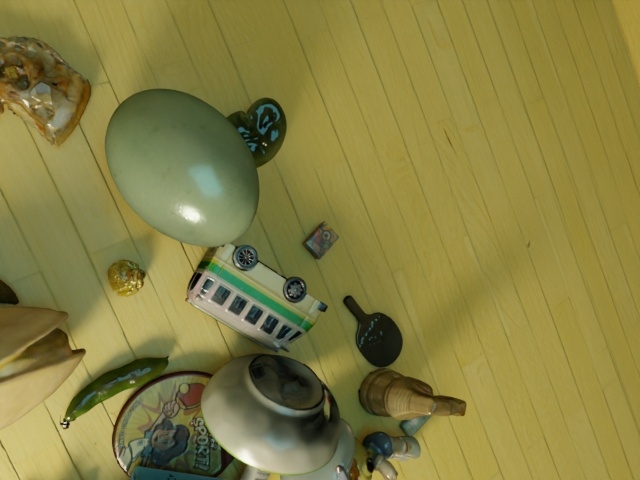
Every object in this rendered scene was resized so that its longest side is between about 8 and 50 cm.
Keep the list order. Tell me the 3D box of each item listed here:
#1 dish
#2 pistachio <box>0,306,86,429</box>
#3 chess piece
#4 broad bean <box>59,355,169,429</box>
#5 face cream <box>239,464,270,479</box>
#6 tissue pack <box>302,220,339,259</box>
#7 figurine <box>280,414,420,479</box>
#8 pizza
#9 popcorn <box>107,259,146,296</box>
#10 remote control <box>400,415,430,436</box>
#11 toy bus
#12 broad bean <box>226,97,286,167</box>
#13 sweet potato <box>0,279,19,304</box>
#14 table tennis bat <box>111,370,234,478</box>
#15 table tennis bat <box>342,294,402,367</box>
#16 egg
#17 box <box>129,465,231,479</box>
[{"bbox_3d":[-0.088,0.342,1.204,0.324,0.324,0.124,14,113,-24],"label":"dish"},{"bbox_3d":[-0.615,0.239,1.020,0.321,0.238,0.229,-26,103,-33],"label":"pistachio"},{"bbox_3d":[0.225,0.397,1.369,0.137,0.301,0.137,3,82,-25],"label":"chess piece"},{"bbox_3d":[-0.449,0.314,1.196,0.254,0.046,0.065,-28,89,-22],"label":"broad bean"},{"bbox_3d":[-0.150,0.547,1.292,0.092,0.058,0.244,33,81,-42],"label":"face cream"},{"bbox_3d":[0.000,0.000,1.436,0.083,0.035,0.063,-47,106,-19],"label":"tissue pack"},{"bbox_3d":[0.070,0.542,1.385,0.381,0.224,0.205,13,57,-48],"label":"figurine"},{"bbox_3d":[-0.631,-0.344,1.143,0.297,0.071,0.189,37,73,-18],"label":"pizza"},{"bbox_3d":[-0.424,0.082,1.207,0.084,0.084,0.084,2,86,-25],"label":"popcorn"},{"bbox_3d":[0.276,0.496,1.540,0.124,0.018,0.053,-40,104,-22],"label":"remote control"},{"bbox_3d":[-0.154,0.136,1.295,0.305,0.143,0.179,35,75,-20],"label":"toy bus"},{"bbox_3d":[-0.172,-0.258,1.363,0.153,0.072,0.207,44,82,-13],"label":"broad bean"},{"bbox_3d":[-0.750,0.022,1.063,0.346,0.079,0.108,53,39,-11],"label":"sweet potato"},{"bbox_3d":[-0.264,0.433,1.276,0.414,0.051,0.268,-1,89,-23],"label":"table tennis bat"},{"bbox_3d":[0.139,0.242,1.495,0.131,0.022,0.234,-43,106,-20],"label":"table tennis bat"},{"bbox_3d":[-0.289,-0.154,1.161,0.276,0.276,0.389,-34,72,-23],"label":"egg"},{"bbox_3d":[-0.316,0.591,1.198,0.232,0.083,0.143,19,99,-24],"label":"box"}]
